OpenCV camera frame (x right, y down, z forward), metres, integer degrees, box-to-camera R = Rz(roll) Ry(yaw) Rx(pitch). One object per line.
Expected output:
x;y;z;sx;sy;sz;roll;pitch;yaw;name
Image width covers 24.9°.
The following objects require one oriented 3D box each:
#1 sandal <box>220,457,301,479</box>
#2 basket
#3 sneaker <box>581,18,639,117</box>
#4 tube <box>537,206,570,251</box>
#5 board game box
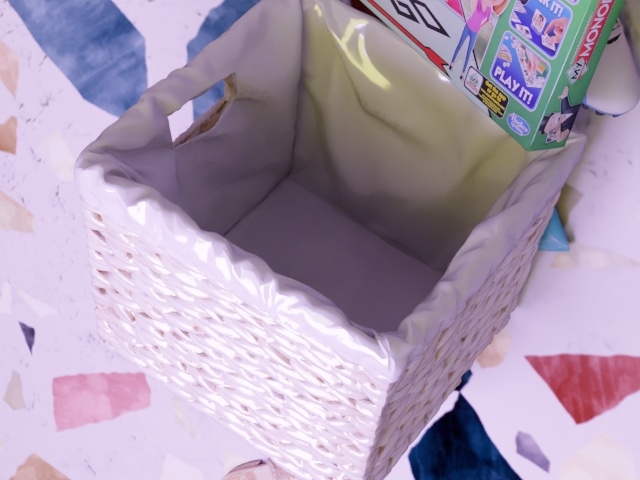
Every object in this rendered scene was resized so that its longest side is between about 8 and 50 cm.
-0.035;0.274;1.623;0.240;0.079;0.088;-26;97;36;sandal
0.000;0.000;1.296;0.331;0.328;0.266;32;142;16;basket
0.217;-0.216;1.244;0.086;0.085;0.237;-17;101;58;sneaker
0.174;-0.080;1.362;0.080;0.052;0.207;1;117;40;tube
0.128;-0.252;1.226;0.317;0.046;0.214;48;135;36;board game box
